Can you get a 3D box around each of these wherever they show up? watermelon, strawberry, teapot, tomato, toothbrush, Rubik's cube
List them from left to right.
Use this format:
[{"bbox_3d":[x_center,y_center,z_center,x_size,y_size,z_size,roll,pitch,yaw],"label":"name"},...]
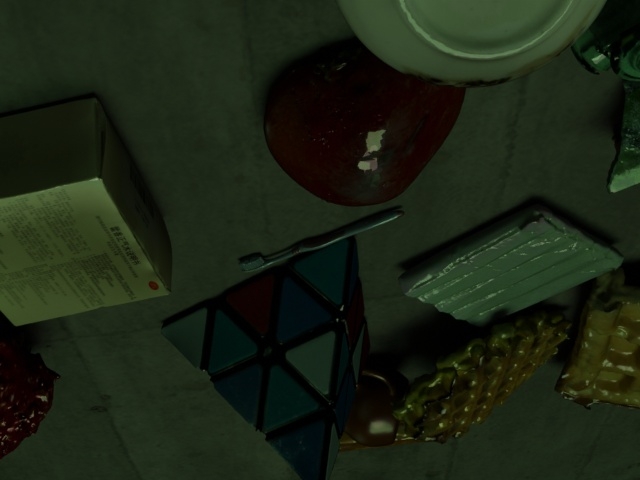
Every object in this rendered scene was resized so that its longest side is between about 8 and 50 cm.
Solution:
[{"bbox_3d":[-0.387,0.176,1.189,0.184,0.202,0.187,29,154,-21],"label":"strawberry"},{"bbox_3d":[0.000,0.000,1.167,0.193,0.013,0.019,-18,138,16],"label":"toothbrush"},{"bbox_3d":[0.016,0.101,1.294,0.234,0.284,0.250,8,115,-59],"label":"Rubik's cube"},{"bbox_3d":[0.056,0.211,1.439,0.116,0.116,0.173,-5,146,-6],"label":"teapot"},{"bbox_3d":[0.047,-0.088,0.959,0.189,0.099,0.173,-17,145,10],"label":"tomato"},{"bbox_3d":[0.093,-0.209,0.753,0.298,0.139,0.204,-5,121,-1],"label":"teapot"},{"bbox_3d":[0.335,-0.123,1.032,0.155,0.080,0.101,-14,113,13],"label":"watermelon"}]

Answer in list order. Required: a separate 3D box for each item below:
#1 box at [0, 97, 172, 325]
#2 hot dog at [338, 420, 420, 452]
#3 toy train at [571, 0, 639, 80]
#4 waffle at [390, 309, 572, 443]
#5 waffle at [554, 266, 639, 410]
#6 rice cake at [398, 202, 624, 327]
[{"bbox_3d":[-0.245,-0.020,0.999,0.168,0.095,0.212,-10,149,4],"label":"box"},{"bbox_3d":[0.080,0.262,1.550,0.249,0.068,0.100,-9,171,10],"label":"hot dog"},{"bbox_3d":[0.343,-0.210,0.826,0.202,0.120,0.301,15,141,-39],"label":"toy train"},{"bbox_3d":[0.212,0.172,1.397,0.243,0.059,0.238,5,131,-52],"label":"waffle"},{"bbox_3d":[0.488,0.151,1.382,0.348,0.078,0.304,9,151,10],"label":"waffle"},{"bbox_3d":[0.218,0.032,1.250,0.198,0.037,0.189,-33,141,32],"label":"rice cake"}]
